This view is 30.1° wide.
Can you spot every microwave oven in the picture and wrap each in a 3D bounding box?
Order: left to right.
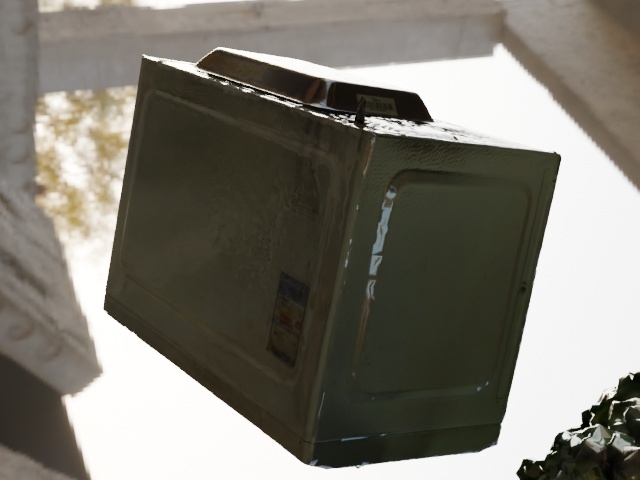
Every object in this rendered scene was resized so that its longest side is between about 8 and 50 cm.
[{"bbox_3d":[0.000,0.000,0.582,0.205,0.129,0.163,27,-71,51],"label":"microwave oven"}]

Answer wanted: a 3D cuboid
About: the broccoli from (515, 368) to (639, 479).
[{"bbox_3d":[0.189,0.149,0.447,0.247,0.263,0.243,-47,-112,40],"label":"broccoli"}]
